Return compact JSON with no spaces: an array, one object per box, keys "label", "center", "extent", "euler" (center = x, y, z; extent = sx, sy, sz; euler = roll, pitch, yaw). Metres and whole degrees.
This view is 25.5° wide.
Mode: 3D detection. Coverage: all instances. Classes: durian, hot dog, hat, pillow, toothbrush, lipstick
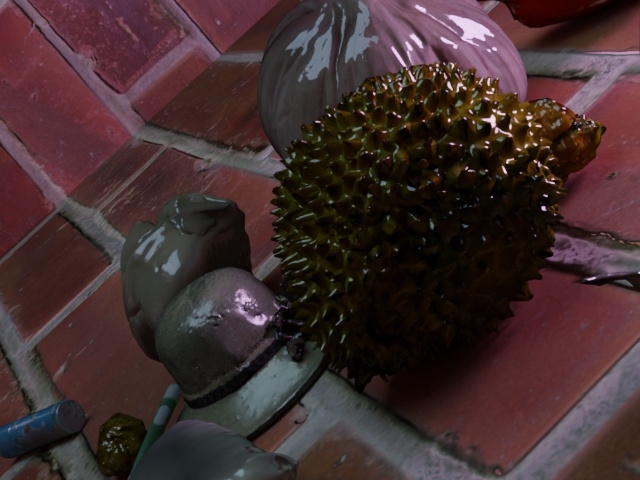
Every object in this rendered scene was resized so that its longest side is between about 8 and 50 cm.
[{"label":"durian","center":[0.083,-0.016,1.262],"extent":[0.293,0.258,0.258],"euler":[-43,16,11]},{"label":"hot dog","center":[0.165,-0.070,1.425],"extent":[0.269,0.115,0.072],"euler":[-27,50,43]},{"label":"hat","center":[-0.105,0.107,1.531],"extent":[0.257,0.130,0.257],"euler":[-36,18,14]},{"label":"pillow","center":[-0.120,0.239,1.324],"extent":[0.144,0.078,0.254],"euler":[-53,21,-14]},{"label":"toothbrush","center":[-0.197,0.246,1.538],"extent":[0.257,0.018,0.024],"euler":[-68,-12,-50]},{"label":"lipstick","center":[-0.378,0.253,1.891],"extent":[0.158,0.048,0.048],"euler":[-25,23,41]}]

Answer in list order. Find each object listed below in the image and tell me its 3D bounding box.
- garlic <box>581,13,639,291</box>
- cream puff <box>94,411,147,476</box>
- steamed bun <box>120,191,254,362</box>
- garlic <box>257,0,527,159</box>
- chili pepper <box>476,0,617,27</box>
[{"label":"garlic","center":[0.262,-0.012,0.947],"extent":[0.151,0.196,0.338],"euler":[-47,12,41]},{"label":"cream puff","center":[-0.228,0.233,1.604],"extent":[0.083,0.058,0.083],"euler":[-32,21,33]},{"label":"steamed bun","center":[-0.175,0.035,1.705],"extent":[0.211,0.144,0.218],"euler":[88,-156,-51]},{"label":"garlic","center":[0.062,-0.181,1.617],"extent":[0.317,0.259,0.317],"euler":[-7,36,5]},{"label":"chili pepper","center":[0.284,-0.332,1.754],"extent":[0.338,0.135,0.131],"euler":[-21,11,39]}]
